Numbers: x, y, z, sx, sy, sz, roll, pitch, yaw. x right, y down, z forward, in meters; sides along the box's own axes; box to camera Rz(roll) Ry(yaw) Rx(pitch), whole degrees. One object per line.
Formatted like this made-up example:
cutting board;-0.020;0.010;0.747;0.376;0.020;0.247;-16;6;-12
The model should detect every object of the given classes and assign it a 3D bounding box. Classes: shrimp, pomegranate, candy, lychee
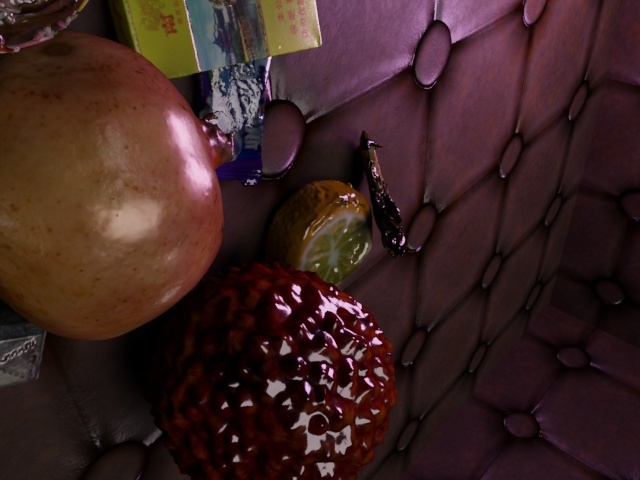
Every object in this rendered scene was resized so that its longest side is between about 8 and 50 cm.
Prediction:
shrimp;0.124;-0.103;1.241;0.054;0.290;0.222;-14;134;4
pomegranate;-0.244;-0.066;0.687;0.338;0.338;0.338;-32;136;-37
candy;0.000;0.000;1.254;0.259;0.118;0.260;-30;135;-35
lychee;-0.069;0.260;1.067;0.425;0.424;0.500;-53;125;-12
candy;-0.142;-0.212;0.961;0.145;0.070;0.275;-11;119;-41

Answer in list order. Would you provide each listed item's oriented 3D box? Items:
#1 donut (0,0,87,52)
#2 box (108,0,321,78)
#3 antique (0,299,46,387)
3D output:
donut;-0.326;-0.289;0.532;0.269;0.103;0.270;15;65;-34
box;-0.138;-0.342;0.850;0.335;0.047;0.187;-27;116;-40
antique;-0.409;0.103;0.727;0.086;0.183;0.088;-6;117;-51
